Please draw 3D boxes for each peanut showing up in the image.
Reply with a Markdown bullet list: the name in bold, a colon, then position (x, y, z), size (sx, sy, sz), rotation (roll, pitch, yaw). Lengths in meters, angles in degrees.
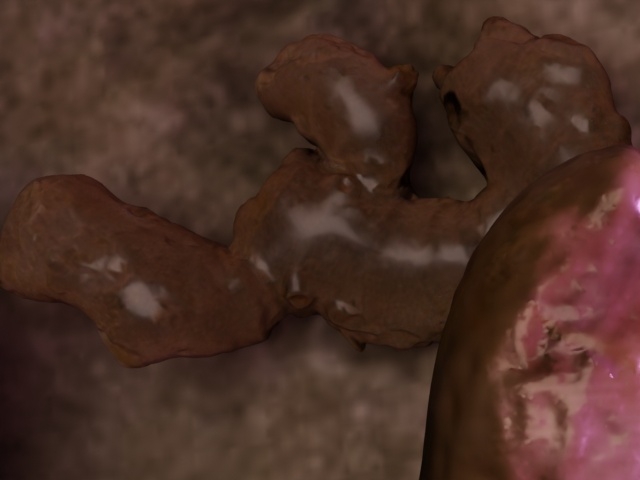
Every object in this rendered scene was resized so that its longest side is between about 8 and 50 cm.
- **peanut**: position (0.081, 0.084, 0.612), size (0.110, 0.120, 0.236), rotation (16, 107, 40)

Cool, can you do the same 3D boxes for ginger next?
- **ginger**: position (0.004, -0.015, 0.709), size (0.259, 0.065, 0.149), rotation (5, 76, 14)
